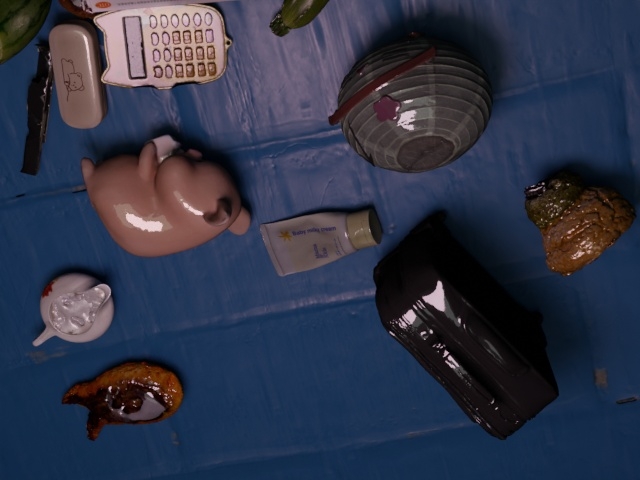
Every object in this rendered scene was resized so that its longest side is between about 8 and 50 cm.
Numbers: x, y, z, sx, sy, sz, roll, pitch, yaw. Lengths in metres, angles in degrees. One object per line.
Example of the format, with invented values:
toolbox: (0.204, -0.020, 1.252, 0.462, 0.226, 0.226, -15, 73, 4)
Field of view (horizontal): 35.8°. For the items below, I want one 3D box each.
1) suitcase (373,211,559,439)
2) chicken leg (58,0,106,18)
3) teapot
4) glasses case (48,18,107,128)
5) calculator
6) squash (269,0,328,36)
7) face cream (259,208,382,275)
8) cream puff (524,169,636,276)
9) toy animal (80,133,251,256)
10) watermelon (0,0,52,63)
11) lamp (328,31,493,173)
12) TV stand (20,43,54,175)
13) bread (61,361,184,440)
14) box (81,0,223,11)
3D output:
suitcase: (0.255, 0.150, 1.750, 0.188, 0.339, 0.345, -40, 103, 15)
chicken leg: (-0.424, -0.443, 1.728, 0.089, 0.048, 0.219, -27, 108, 14)
teapot: (-0.484, 0.136, 1.950, 0.226, 0.092, 0.145, -40, 101, 20)
glasses case: (-0.434, -0.297, 1.779, 0.083, 0.050, 0.196, 2, 119, 9)
calculator: (-0.274, -0.345, 1.750, 0.236, 0.033, 0.157, -3, 115, -4)
squash: (0.011, -0.470, 1.664, 0.080, 0.071, 0.318, 46, 119, 31)
face cream: (0.000, 0.000, 1.867, 0.224, 0.070, 0.114, -13, 111, 20)
cream puff: (0.437, -0.049, 1.745, 0.183, 0.183, 0.169, -42, 87, 19)
toy animal: (-0.277, -0.082, 1.800, 0.256, 0.195, 0.213, -16, 85, 10)
watermelon: (-0.547, -0.457, 1.641, 0.189, 0.331, 0.331, -26, 112, -25)
lamp: (0.153, -0.232, 1.669, 0.265, 0.233, 0.233, -29, 107, 23)
TV stand: (-0.521, -0.240, 1.825, 0.036, 0.042, 0.249, 13, 113, -3)
bread: (-0.400, 0.319, 2.025, 0.269, 0.095, 0.139, -17, 108, 27)
box: (-0.242, -0.489, 1.608, 0.333, 0.145, 0.173, -3, 139, 7)
